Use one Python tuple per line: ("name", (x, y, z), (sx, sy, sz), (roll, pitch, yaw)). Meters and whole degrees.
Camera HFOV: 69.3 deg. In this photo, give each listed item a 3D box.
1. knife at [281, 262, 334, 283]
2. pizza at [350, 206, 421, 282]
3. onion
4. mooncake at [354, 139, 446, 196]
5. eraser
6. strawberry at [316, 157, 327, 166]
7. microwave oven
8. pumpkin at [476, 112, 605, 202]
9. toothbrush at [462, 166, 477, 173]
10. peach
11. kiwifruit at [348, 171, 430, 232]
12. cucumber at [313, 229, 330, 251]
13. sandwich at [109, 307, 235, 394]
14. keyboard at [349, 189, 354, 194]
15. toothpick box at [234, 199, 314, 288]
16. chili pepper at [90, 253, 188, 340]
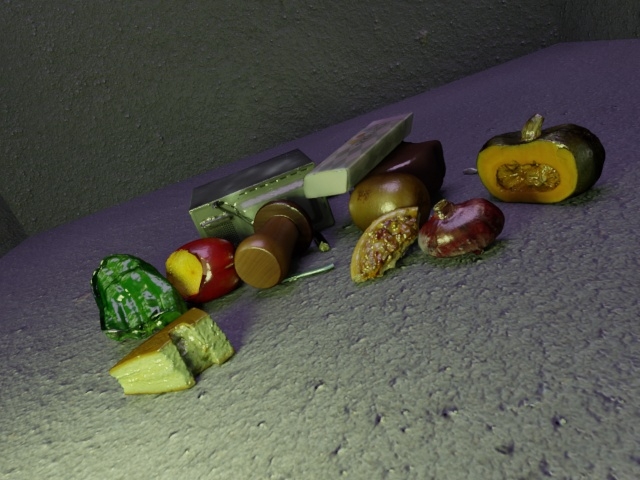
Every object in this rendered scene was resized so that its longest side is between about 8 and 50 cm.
("knife", (-0.060, 0.098, 1.299), (0.210, 0.015, 0.028), (-16, 28, 13))
("pizza", (0.159, 0.003, 1.158), (0.246, 0.058, 0.127), (-38, 65, 1))
("onion", (0.327, -0.020, 1.089), (0.206, 0.151, 0.098), (-28, 33, 24))
("mooncake", (0.257, -0.222, 1.542), (0.326, 0.174, 0.334), (-8, 27, 40))
("eraser", (0.127, -0.276, 1.468), (0.213, 0.082, 0.397), (-1, 34, 45))
("strawberry", (0.025, -0.247, 1.919), (0.175, 0.107, 0.236), (-59, 24, 4))
("microwave oven", (-0.209, -0.121, 1.634), (0.432, 0.236, 0.374), (-22, 22, -4))
("pumpkin", (0.564, -0.221, 1.229), (0.139, 0.221, 0.317), (-33, 25, -26))
("toothbrush", (0.593, -0.237, 1.502), (0.269, 0.021, 0.027), (1, 36, 41))
("peach", (-0.345, 0.089, 1.337), (0.226, 0.189, 0.196), (-16, 37, -3))
("kiwifruit", (0.189, -0.097, 1.308), (0.234, 0.196, 0.196), (4, 32, 40))
("cucumber", (0.002, 0.000, 1.447), (0.034, 0.033, 0.135), (15, 17, -15))
("sandwich", (-0.328, 0.260, 1.026), (0.236, 0.122, 0.128), (-37, 23, -29))
("keyboard", (0.197, -0.213, 1.792), (0.176, 0.014, 0.055), (-22, 22, -3))
("toothpick box", (-0.132, 0.004, 1.339), (0.192, 0.192, 0.294), (-12, 24, 20))
("chili pepper", (-0.511, 0.180, 1.310), (0.385, 0.167, 0.213), (27, 76, 42))
